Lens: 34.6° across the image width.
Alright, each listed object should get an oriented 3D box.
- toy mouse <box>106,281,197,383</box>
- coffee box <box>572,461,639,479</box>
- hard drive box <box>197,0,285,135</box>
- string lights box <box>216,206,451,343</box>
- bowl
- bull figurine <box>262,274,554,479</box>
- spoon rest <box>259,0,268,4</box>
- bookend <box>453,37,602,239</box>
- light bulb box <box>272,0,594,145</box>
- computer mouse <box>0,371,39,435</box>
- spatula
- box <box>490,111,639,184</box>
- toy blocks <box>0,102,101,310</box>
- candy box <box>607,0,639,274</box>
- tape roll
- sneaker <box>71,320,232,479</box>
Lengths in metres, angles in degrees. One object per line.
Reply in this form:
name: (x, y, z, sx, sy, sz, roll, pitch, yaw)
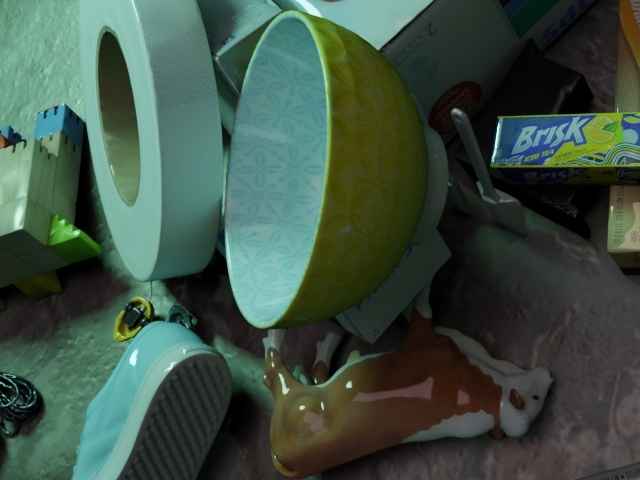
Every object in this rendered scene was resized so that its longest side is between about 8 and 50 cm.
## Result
toy mouse: (-0.195, 0.134, 1.255, 0.143, 0.031, 0.161, 33, 90, 27)
coffee box: (0.248, 0.307, 0.930, 0.297, 0.119, 0.168, -20, 63, 19)
hard drive box: (-0.075, -0.181, 1.168, 0.089, 0.181, 0.232, -38, 31, -8)
string lights box: (0.000, 0.000, 1.122, 0.133, 0.076, 0.260, -47, 39, -16)
bowl: (0.024, -0.059, 0.954, 0.289, 0.156, 0.289, -176, 90, -69)
bull figurine: (0.080, 0.146, 1.081, 0.310, 0.101, 0.188, -19, 57, 12)
spoon rest: (-0.153, -0.309, 1.355, 0.276, 0.137, 0.084, 25, 46, 37)
bookend: (0.254, -0.111, 1.103, 0.156, 0.072, 0.157, 31, 87, 32)
light bulb box: (0.111, -0.363, 1.175, 0.358, 0.225, 0.361, -44, 59, 5)
computer mouse: (-0.502, 0.268, 1.333, 0.188, 0.072, 0.272, 27, 85, 30)
spatula: (0.124, -0.089, 1.061, 0.168, 0.242, 0.019, 31, 76, 32)
box: (0.257, -0.089, 1.011, 0.169, 0.054, 0.059, 2, 74, 32)
toy blocks: (-0.475, -0.059, 1.398, 0.381, 0.191, 0.261, -17, 54, 19)
candy box: (0.394, -0.127, 1.033, 0.183, 0.087, 0.316, -1, 72, 26)
tape roll: (-0.205, -0.147, 1.187, 0.072, 0.392, 0.392, -9, 61, -21)
sneaker: (-0.226, 0.260, 1.184, 0.366, 0.135, 0.150, -59, 36, 4)
